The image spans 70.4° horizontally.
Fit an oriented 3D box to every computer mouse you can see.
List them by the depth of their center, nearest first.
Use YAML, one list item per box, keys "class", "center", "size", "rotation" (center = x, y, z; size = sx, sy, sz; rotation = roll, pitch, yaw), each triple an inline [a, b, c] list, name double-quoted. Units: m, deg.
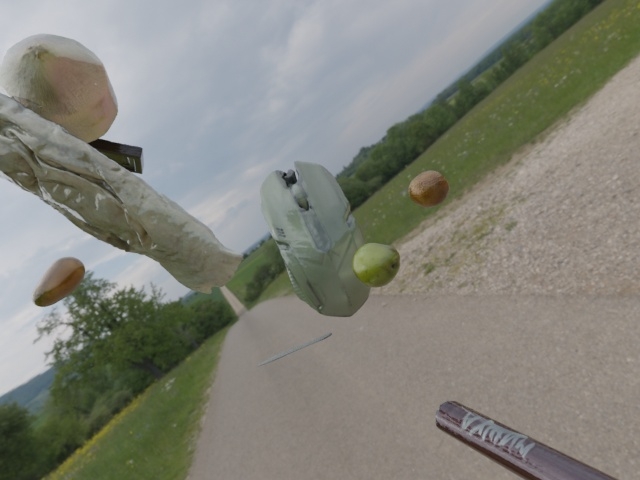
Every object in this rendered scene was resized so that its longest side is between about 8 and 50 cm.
- class: "computer mouse"
  center: [-0.001, -0.003, 1.156]
  size: [0.228, 0.428, 0.145]
  rotation: [-24, -2, -6]

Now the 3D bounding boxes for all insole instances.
- class: "insole"
  center: [-0.080, 0.331, 1.379]
  size: [0.254, 0.005, 0.086]
  rotation: [-24, -3, 8]

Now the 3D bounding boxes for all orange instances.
- class: "orange"
  center: [0.221, -0.105, 0.928]
  size: [0.085, 0.085, 0.085]
  rotation: [-38, 3, 2]

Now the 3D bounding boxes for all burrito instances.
- class: "burrito"
  center: [-0.280, -0.054, 0.561]
  size: [0.117, 0.392, 0.076]
  rotation: [-45, 19, 35]

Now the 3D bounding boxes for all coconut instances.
- class: "coconut"
  center: [-0.429, -0.245, 0.738]
  size: [0.171, 0.171, 0.183]
  rotation: [-39, -8, -14]

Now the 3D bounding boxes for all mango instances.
- class: "mango"
  center: [-0.666, 0.109, 1.153]
  size: [0.102, 0.085, 0.184]
  rotation: [-37, 25, 19]

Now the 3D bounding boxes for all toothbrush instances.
- class: "toothbrush"
  center: [0.235, 0.215, 0.380]
  size: [0.041, 0.040, 0.364]
  rotation: [-39, 21, -22]

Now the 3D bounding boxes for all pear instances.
- class: "pear"
  center: [0.109, 0.048, 0.880]
  size: [0.097, 0.092, 0.092]
  rotation: [-36, 3, 45]

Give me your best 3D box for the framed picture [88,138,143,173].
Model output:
- class: "framed picture"
  center: [-0.449, -0.177, 0.919]
  size: [0.128, 0.169, 0.023]
  rotation: [159, 118, -69]
